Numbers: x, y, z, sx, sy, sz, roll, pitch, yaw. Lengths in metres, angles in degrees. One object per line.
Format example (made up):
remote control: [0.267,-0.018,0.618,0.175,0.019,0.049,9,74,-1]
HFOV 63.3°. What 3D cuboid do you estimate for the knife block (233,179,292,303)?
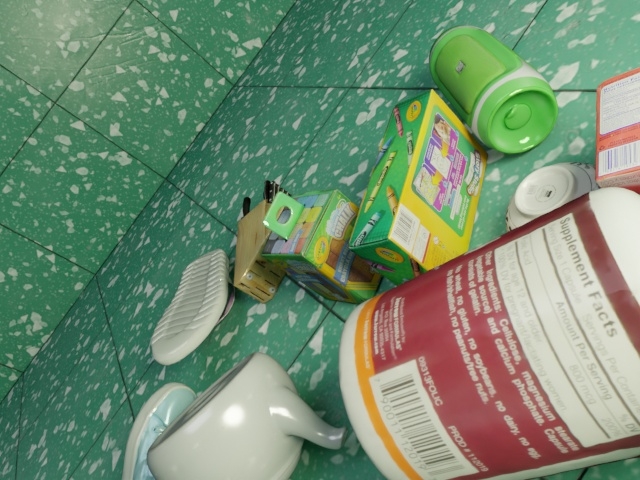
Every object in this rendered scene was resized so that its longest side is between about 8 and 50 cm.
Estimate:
knife block: [-0.141,-0.010,1.201,0.242,0.088,0.275,7,65,56]

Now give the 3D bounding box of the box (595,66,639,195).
box: [0.439,-0.111,0.486,0.300,0.142,0.154,-16,46,44]

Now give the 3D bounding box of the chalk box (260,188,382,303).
chalk box: [0.000,0.000,0.883,0.132,0.213,0.132,0,59,53]

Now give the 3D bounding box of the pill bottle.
pill bottle: [0.229,0.089,0.486,0.392,0.224,0.224,-30,38,31]

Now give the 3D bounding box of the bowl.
bowl: [0.301,-0.043,0.661,0.170,0.080,0.170,-33,36,28]

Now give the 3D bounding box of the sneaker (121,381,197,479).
sneaker: [-0.264,0.433,0.897,0.150,0.135,0.365,-10,59,39]

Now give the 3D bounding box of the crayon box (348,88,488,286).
crayon box: [0.159,-0.068,0.790,0.081,0.165,0.278,-13,49,47]

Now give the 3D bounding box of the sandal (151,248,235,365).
sandal: [-0.263,0.149,1.203,0.170,0.102,0.416,-25,25,14]

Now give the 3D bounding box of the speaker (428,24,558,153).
speaker: [0.276,-0.263,0.870,0.131,0.131,0.296,-40,33,21]

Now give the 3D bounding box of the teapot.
teapot: [-0.118,0.308,0.775,0.252,0.187,0.256,-41,1,-16]
